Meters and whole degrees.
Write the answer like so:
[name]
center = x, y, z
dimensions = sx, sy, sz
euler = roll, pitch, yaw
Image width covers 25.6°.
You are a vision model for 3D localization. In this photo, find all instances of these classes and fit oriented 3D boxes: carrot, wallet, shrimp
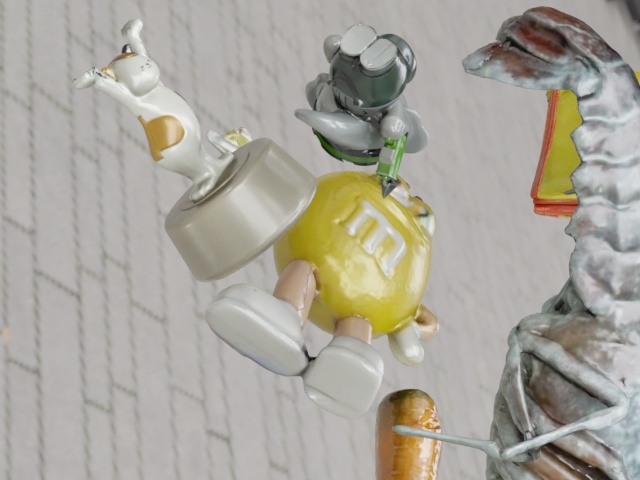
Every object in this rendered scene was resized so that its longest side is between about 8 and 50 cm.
[carrot]
center = 0.103, 0.272, 1.674
dimensions = 0.087, 0.087, 0.193
euler = 46, 38, -49
[wallet]
center = 0.337, -0.115, 1.723
dimensions = 0.241, 0.141, 0.067
euler = -71, 154, -42
[shrimp]
center = 0.142, 0.076, 0.823
dimensions = 0.221, 0.166, 0.410
euler = -22, 122, -62

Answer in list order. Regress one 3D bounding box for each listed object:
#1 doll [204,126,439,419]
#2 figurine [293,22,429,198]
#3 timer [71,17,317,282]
[doll]
center = 0.008, 0.030, 1.689
dimensions = 0.348, 0.161, 0.423
euler = 25, 40, -34
[figurine]
center = 0.042, -0.136, 1.430
dimensions = 0.126, 0.147, 0.192
euler = -53, 164, -23
[timer]
center = -0.150, -0.106, 1.533
dimensions = 0.266, 0.175, 0.175
euler = 50, 25, -17
